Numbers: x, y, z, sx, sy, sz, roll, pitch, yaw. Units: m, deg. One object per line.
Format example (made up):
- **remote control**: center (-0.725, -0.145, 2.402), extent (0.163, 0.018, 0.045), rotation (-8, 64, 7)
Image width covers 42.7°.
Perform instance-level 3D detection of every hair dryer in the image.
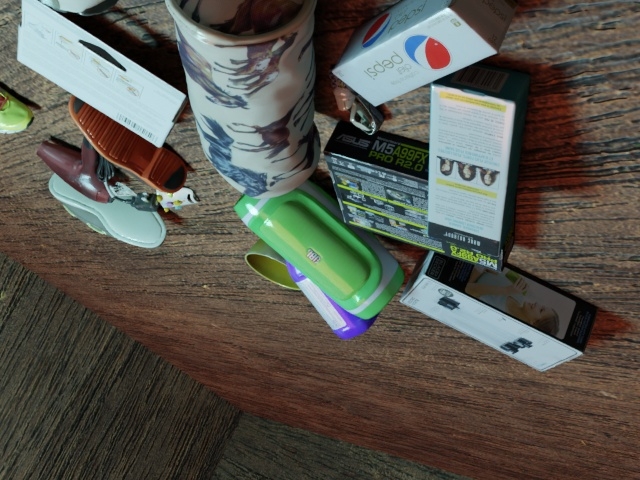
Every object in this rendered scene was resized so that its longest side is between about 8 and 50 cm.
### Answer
- **hair dryer**: center (-0.470, -0.168, 1.702), extent (0.293, 0.080, 0.224), rotation (7, 136, 29)

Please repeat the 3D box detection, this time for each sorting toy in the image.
- **sorting toy**: center (-0.292, -0.090, 1.695), extent (0.075, 0.045, 0.083), rotation (-1, 151, 14)

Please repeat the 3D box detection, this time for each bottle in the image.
- **bottle**: center (-0.001, 0.046, 1.507), extent (0.092, 0.118, 0.283), rotation (-27, 108, 35)

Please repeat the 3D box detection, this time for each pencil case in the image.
- **pencil case**: center (-0.075, -0.202, 0.994), extent (0.160, 0.183, 0.410), rotation (28, 161, 10)

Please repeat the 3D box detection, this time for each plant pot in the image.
- **plant pot**: center (-0.067, 0.022, 1.604), extent (0.134, 0.095, 0.134), rotation (23, 158, 10)

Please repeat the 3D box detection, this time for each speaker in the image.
- **speaker**: center (0.000, 0.000, 1.386), extent (0.296, 0.131, 0.131), rotation (41, 157, -8)

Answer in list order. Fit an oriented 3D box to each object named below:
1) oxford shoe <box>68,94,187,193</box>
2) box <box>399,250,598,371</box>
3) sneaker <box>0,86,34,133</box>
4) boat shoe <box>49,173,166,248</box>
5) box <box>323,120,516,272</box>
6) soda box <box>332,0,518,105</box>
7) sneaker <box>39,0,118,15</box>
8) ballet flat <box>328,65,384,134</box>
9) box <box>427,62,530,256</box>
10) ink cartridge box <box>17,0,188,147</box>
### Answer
- **oxford shoe**: center (-0.368, -0.176, 1.502), extent (0.098, 0.097, 0.271), rotation (13, 156, 44)
- **box**: center (0.298, 0.111, 1.400), extent (0.290, 0.087, 0.169), rotation (26, 159, 2)
- **sneaker**: center (-0.662, -0.284, 1.606), extent (0.208, 0.081, 0.094), rotation (27, 157, -1)
- **boat shoe**: center (-0.474, -0.064, 1.866), extent (0.305, 0.109, 0.091), rotation (28, 160, 12)
- **box**: center (0.151, -0.061, 1.213), extent (0.270, 0.060, 0.216), rotation (18, 158, 21)
- **soda box**: center (0.107, -0.218, 0.890), extent (0.074, 0.069, 0.216), rotation (35, 158, -23)
- **sneaker**: center (-0.368, -0.442, 0.898), extent (0.410, 0.158, 0.182), rotation (34, 127, -14)
- **ballet flat**: center (0.045, -0.180, 1.087), extent (0.041, 0.041, 0.114), rotation (3, 148, 46)
- **box**: center (0.188, -0.095, 0.998), extent (0.100, 0.060, 0.244), rotation (18, 140, 21)
- **ink cartridge box**: center (-0.337, -0.275, 1.282), extent (0.275, 0.060, 0.239), rotation (32, 157, -12)
